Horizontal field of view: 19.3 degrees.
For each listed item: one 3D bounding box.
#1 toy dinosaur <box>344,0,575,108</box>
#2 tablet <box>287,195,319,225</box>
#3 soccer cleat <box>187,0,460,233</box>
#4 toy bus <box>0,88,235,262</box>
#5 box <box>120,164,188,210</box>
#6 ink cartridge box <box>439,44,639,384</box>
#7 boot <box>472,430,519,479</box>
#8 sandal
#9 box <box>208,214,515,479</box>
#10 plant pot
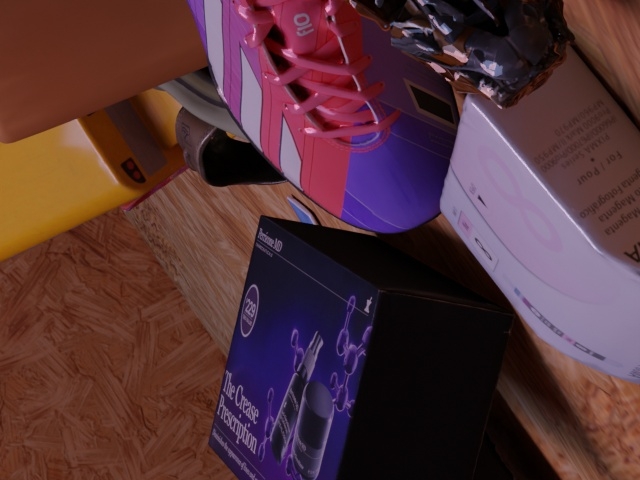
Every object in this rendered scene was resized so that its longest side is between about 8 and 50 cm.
[{"bbox_3d":[-0.033,-0.181,0.680,0.322,0.164,0.218,31,-176,8],"label":"toy dinosaur"},{"bbox_3d":[0.000,0.000,1.628,0.083,0.006,0.054,60,170,-29],"label":"tablet"},{"bbox_3d":[-0.015,-0.118,0.879,0.318,0.109,0.116,63,-179,-28],"label":"soccer cleat"},{"bbox_3d":[-0.183,-0.080,1.474,0.333,0.130,0.108,-21,104,50],"label":"toy bus"},{"bbox_3d":[-0.210,-0.171,1.694,0.257,0.123,0.128,50,169,24],"label":"box"},{"bbox_3d":[0.146,0.036,0.839,0.232,0.066,0.189,57,172,12],"label":"ink cartridge box"},{"bbox_3d":[0.162,0.331,1.539,0.445,0.146,0.367,49,160,-1],"label":"boot"},{"bbox_3d":[-0.046,-0.068,1.179,0.303,0.120,0.086,-143,59,-60],"label":"sandal"},{"bbox_3d":[0.019,0.099,1.288,0.103,0.184,0.261,13,-174,-20],"label":"box"},{"bbox_3d":[-0.155,-0.192,1.061,0.291,0.203,0.291,53,172,11],"label":"plant pot"}]
